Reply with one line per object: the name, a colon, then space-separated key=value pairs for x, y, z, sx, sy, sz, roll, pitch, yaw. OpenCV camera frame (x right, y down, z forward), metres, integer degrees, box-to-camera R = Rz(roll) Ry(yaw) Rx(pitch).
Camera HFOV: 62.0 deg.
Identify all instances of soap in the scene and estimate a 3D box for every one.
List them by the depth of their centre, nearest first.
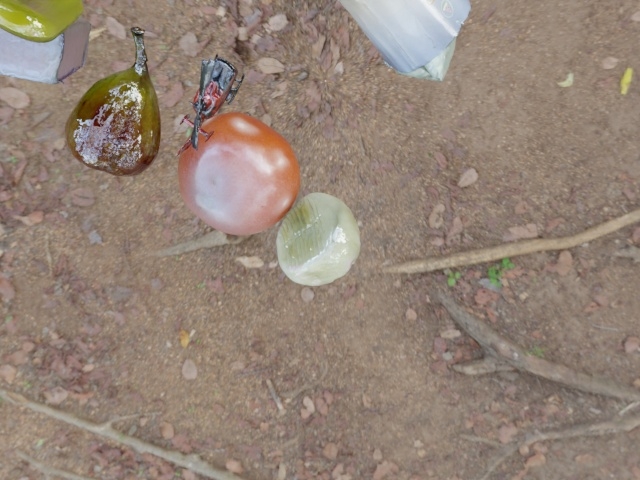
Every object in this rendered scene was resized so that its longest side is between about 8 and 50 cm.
soap: x=-0.371 y=-0.302 z=0.695 sx=0.088 sy=0.140 sz=0.045 roll=26 pitch=130 yaw=-16
soap: x=-0.560 y=-0.362 z=0.905 sx=0.285 sy=0.296 sz=0.107 roll=9 pitch=111 yaw=-17

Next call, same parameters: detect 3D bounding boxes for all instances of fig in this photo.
fig: x=-0.367 y=-0.258 z=0.991 sx=0.170 sy=0.145 sz=0.274 roll=10 pitch=112 yaw=-35

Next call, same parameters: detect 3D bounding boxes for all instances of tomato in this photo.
tomato: x=-0.172 y=-0.136 z=1.113 sx=0.255 sy=0.224 sz=0.256 roll=5 pitch=106 yaw=16

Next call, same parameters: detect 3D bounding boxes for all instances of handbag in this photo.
handbag: x=0.064 y=-0.230 z=0.484 sx=0.095 sy=0.117 sz=0.173 roll=-15 pitch=131 yaw=46

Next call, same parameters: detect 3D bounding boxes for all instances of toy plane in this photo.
toy plane: x=-0.122 y=-0.146 z=0.572 sx=0.037 sy=0.060 sz=0.145 roll=34 pitch=138 yaw=-8

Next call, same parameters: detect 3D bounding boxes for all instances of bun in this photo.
bun: x=0.000 y=0.000 z=1.121 sx=0.178 sy=0.193 sz=0.128 roll=-35 pitch=138 yaw=21
